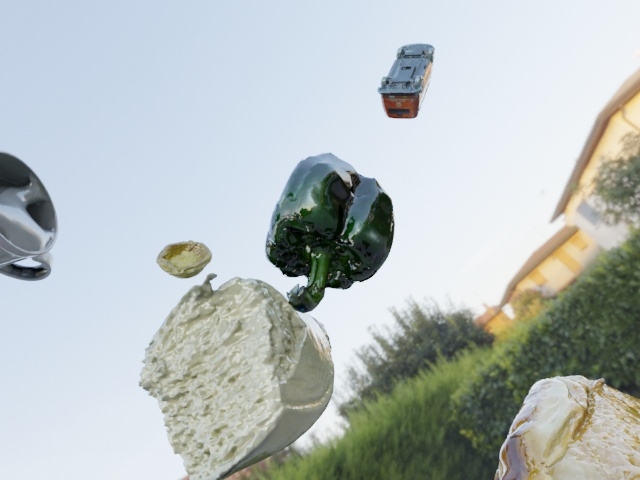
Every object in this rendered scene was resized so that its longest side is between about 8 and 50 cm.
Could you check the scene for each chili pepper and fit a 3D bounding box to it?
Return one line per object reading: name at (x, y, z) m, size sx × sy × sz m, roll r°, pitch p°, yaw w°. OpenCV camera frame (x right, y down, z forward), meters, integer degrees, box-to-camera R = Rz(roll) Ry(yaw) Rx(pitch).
chili pepper at (0.000, 0.000, 0.740) m, size 0.165 × 0.173 × 0.261 m, roll -27°, pitch 34°, yaw 50°

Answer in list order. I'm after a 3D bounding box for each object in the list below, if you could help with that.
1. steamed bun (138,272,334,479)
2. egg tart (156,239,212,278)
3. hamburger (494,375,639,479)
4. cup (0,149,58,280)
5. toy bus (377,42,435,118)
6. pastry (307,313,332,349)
steamed bun at (-0.124, 0.243, 0.819) m, size 0.290 × 0.272 × 0.273 m, roll -31°, pitch -40°, yaw 28°
egg tart at (-0.252, 0.040, 0.967) m, size 0.105 × 0.105 × 0.039 m, roll -23°, pitch -48°, yaw -34°
hamburger at (0.297, 0.245, 0.435) m, size 0.304 × 0.284 × 0.174 m, roll -13°, pitch -69°, yaw -55°
cup at (-0.530, -0.003, 0.793) m, size 0.201 × 0.221 × 0.167 m, roll -19°, pitch 20°, yaw 6°
toy bus at (0.255, -0.459, 1.485) m, size 0.120 × 0.121 × 0.265 m, roll 73°, pitch -149°, yaw -45°
pastry at (-0.051, 0.219, 1.102) m, size 0.165 × 0.166 × 0.088 m, roll -10°, pitch -50°, yaw -49°
